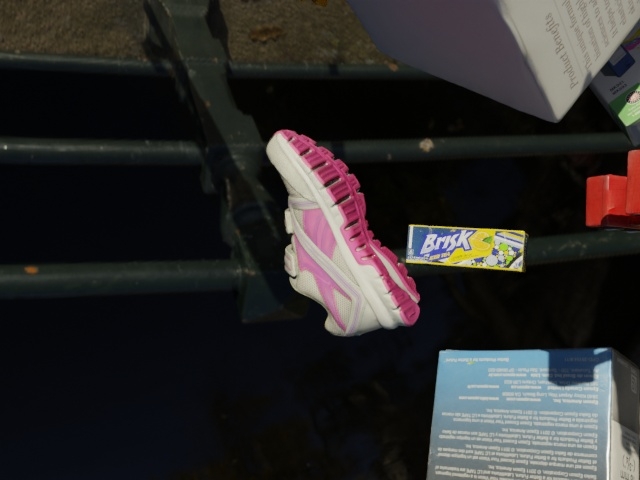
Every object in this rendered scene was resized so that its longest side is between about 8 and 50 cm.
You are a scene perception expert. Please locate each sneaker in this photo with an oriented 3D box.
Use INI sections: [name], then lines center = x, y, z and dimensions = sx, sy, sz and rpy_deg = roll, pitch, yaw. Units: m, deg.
[sneaker]
center = 0.000, 0.000, 0.779
dimensions = 0.111, 0.252, 0.103
rpy_deg = -31, 173, 23

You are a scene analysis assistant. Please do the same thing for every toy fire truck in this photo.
[toy fire truck]
center = 0.289, -0.032, 0.572
dimensions = 0.191, 0.135, 0.047
rpy_deg = 5, 87, -22

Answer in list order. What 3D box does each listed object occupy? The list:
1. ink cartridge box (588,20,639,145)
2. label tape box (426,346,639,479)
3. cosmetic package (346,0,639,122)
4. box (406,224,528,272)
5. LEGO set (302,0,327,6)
[ink cartridge box]
center = 0.483, -0.279, 1.100
dimensions = 0.154, 0.213, 0.093
rpy_deg = -35, 149, 20
[label tape box]
center = 0.258, 0.309, 0.900
dimensions = 0.240, 0.334, 0.106
rpy_deg = -8, 153, 40
[cosmetic package]
center = 0.220, -0.421, 0.823
dimensions = 0.394, 0.327, 0.329
rpy_deg = -51, 139, -2
[box]
center = 0.214, 0.012, 1.054
dimensions = 0.168, 0.059, 0.054
rpy_deg = 4, 176, 22
[LEGO set]
center = -0.037, -0.379, 0.956
dimensions = 0.227, 0.087, 0.093
rpy_deg = -2, 135, -38
